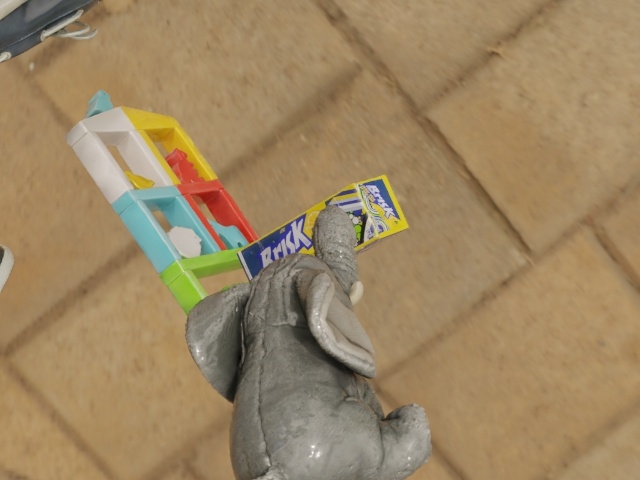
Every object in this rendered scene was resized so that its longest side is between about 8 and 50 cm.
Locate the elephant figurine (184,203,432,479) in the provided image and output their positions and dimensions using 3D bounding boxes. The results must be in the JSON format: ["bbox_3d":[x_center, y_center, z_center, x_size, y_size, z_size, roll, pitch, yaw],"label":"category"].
[{"bbox_3d":[-0.021,0.084,1.190,0.169,0.186,0.239,-12,80,-10],"label":"elephant figurine"}]

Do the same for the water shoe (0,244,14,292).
[{"bbox_3d":[-0.386,0.046,1.641,0.080,0.203,0.073,36,111,-15],"label":"water shoe"}]

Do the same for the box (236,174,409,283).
[{"bbox_3d":[0.000,0.000,1.465,0.169,0.054,0.059,-29,82,38],"label":"box"}]

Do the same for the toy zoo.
[{"bbox_3d":[-0.157,-0.043,1.632,0.030,0.192,0.293,-40,78,23],"label":"toy zoo"}]

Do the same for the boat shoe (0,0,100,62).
[{"bbox_3d":[-0.230,-0.199,1.232,0.095,0.254,0.079,33,134,13],"label":"boat shoe"}]
